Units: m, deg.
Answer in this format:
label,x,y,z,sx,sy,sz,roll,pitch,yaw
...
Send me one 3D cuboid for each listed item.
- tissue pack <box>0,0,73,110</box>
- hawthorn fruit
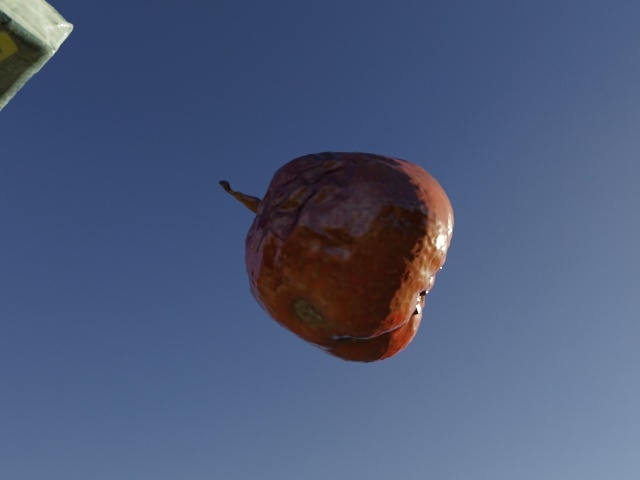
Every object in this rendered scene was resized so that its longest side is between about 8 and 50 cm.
label,x,y,z,sx,sy,sz,roll,pitch,yaw
tissue pack,-0.411,-0.197,0.651,0.257,0.081,0.185,-30,-56,30
hawthorn fruit,0.000,0.000,0.622,0.243,0.207,0.208,24,-38,9
